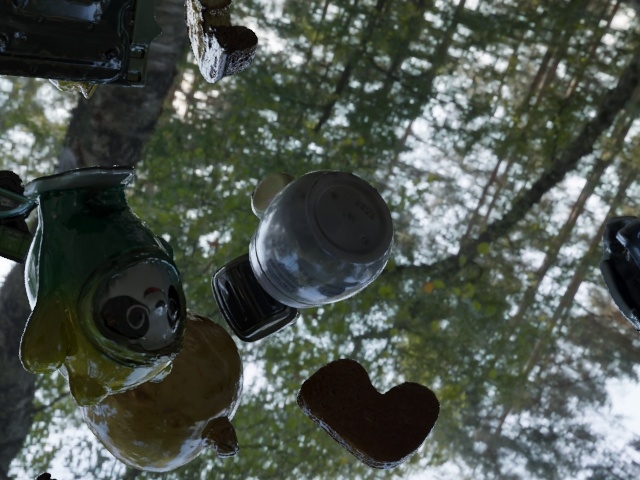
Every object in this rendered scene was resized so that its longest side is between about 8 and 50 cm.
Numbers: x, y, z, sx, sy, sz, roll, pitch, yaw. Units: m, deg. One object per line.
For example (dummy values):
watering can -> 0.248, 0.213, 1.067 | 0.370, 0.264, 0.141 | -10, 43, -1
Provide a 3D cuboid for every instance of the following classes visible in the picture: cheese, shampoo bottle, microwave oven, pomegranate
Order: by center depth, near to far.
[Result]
microwave oven -> -0.368, -0.411, 1.082 | 0.287, 0.354, 0.218 | -1, -156, -35
shampoo bottle -> 0.000, 0.000, 1.665 | 0.273, 0.266, 0.272 | 14, -118, -27
pomegranate -> -0.342, 0.352, 1.791 | 0.411, 0.409, 0.410 | 14, -153, -7
cheese -> -0.086, -0.115, 2.011 | 0.228, 0.137, 0.064 | -3, 155, 45

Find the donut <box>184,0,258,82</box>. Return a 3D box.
donut -> -0.194, -0.395, 1.512 | 0.085, 0.141, 0.217 | -14, -120, -25

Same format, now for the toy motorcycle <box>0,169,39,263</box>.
toy motorcycle -> -0.387, -0.044, 0.827 | 0.173, 0.100, 0.058 | 22, 171, -24

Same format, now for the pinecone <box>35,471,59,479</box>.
pinecone -> -0.453, 0.586, 1.355 | 0.398, 0.397, 0.397 | 14, -153, -7

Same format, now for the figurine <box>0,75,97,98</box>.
figurine -> -0.506, -0.325, 1.350 | 0.247, 0.131, 0.156 | 26, 170, -10

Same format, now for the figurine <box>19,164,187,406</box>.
figurine -> -0.335, 0.071, 1.191 | 0.232, 0.339, 0.324 | -17, 174, 32

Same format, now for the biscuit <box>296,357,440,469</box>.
biscuit -> 0.108, 0.358, 1.693 | 0.277, 0.052, 0.262 | 35, -140, 14

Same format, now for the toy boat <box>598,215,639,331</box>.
toy boat -> 0.397, 0.047, 0.882 | 0.142, 0.129, 0.309 | 47, -166, -23

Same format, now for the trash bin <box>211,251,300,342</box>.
trash bin -> -0.155, 0.145, 1.979 | 0.209, 0.182, 0.290 | 61, -179, 10
